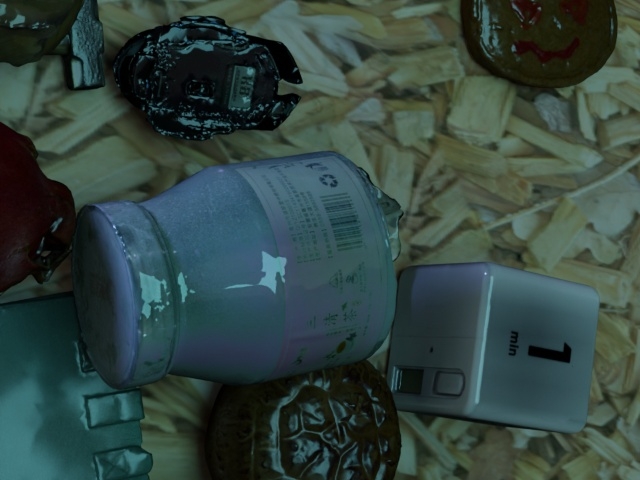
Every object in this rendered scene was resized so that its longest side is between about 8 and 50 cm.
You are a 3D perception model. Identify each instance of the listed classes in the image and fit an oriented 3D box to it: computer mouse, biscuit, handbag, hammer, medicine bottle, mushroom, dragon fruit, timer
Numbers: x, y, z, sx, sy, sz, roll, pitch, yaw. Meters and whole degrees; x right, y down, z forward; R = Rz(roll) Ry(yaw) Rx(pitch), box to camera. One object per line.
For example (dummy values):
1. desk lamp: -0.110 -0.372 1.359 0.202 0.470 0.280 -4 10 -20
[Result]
1. computer mouse: -0.134 -0.195 1.628 0.242 0.077 0.146 6 105 -24
2. biscuit: 0.314 -0.343 1.948 0.273 0.049 0.257 -10 93 -34
3. handbag: -0.327 0.199 1.484 0.274 0.100 0.268 -11 90 -33
4. hammer: -0.409 -0.210 1.487 0.365 0.043 0.111 -7 93 -30
5. medicine bottle: -0.100 0.037 1.466 0.290 0.245 0.245 -9 92 -26
6. mushroom: -0.015 0.232 1.651 0.253 0.153 0.253 7 76 -26
7. dragon fruit: -0.400 -0.030 1.364 0.315 0.250 0.250 20 77 -14
8. timer: 0.221 0.139 1.774 0.195 0.192 0.194 12 81 -31

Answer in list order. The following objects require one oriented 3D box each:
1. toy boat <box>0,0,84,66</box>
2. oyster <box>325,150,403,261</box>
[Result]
1. toy boat: -0.440 -0.262 1.399 0.446 0.136 0.162 -2 59 -29
2. oyster: 0.000 0.000 1.707 0.223 0.083 0.214 33 74 -30
